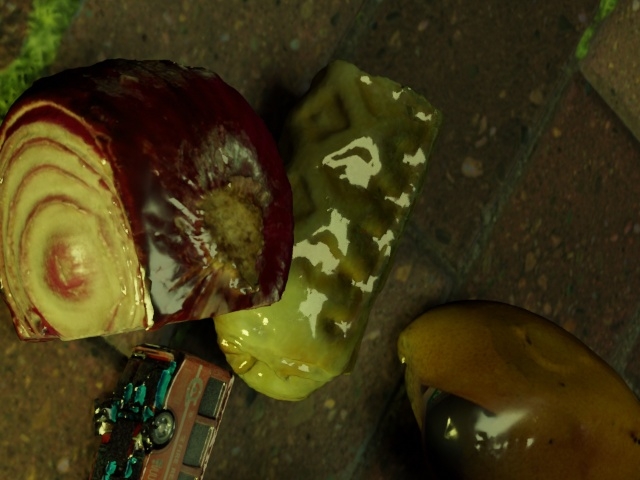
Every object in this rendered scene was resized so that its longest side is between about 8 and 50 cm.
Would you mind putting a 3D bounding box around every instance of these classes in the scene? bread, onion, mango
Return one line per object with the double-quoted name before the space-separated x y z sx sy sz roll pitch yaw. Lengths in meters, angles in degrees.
"bread" 0.000 0.000 1.616 0.152 0.130 0.267 36 70 -47
"onion" -0.120 -0.034 1.456 0.206 0.216 0.207 -13 98 -44
"mango" 0.189 0.170 1.805 0.287 0.153 0.201 19 93 -40

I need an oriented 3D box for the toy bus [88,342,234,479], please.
"toy bus" -0.141 0.200 1.566 0.096 0.073 0.235 23 81 -49
